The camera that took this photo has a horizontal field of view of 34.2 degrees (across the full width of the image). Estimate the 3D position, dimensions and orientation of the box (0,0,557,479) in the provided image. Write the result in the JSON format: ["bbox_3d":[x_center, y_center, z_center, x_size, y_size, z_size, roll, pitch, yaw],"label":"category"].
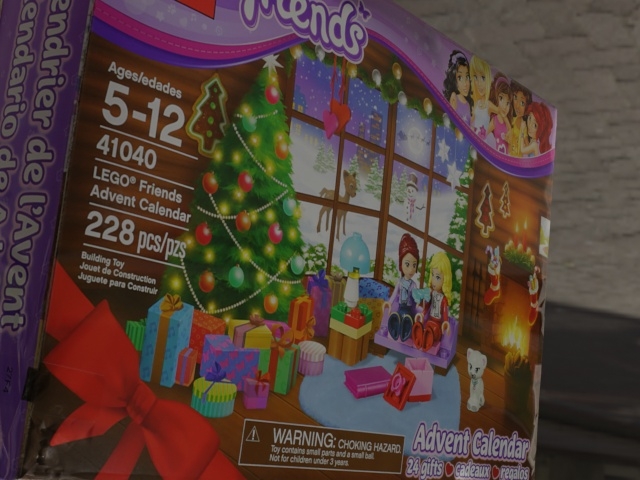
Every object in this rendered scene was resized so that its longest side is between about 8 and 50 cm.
[{"bbox_3d":[0.000,0.000,0.422,0.057,0.201,0.293,-3,166,40],"label":"box"}]
